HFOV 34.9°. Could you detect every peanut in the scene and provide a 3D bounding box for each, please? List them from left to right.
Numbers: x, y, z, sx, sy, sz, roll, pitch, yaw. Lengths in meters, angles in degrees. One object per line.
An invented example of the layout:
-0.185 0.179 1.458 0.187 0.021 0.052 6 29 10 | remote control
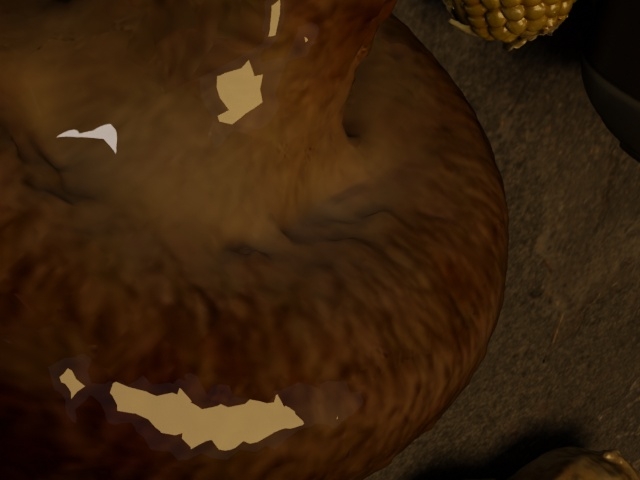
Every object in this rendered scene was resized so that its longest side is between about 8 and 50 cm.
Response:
0.217 0.288 1.028 0.325 0.140 0.153 2 123 -38 | peanut

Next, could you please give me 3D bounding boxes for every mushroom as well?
-0.037 -0.058 0.406 0.331 0.356 0.334 58 42 -18 | mushroom

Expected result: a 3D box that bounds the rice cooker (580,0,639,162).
0.353 -0.197 0.667 0.335 0.335 0.325 -9 124 -35 | rice cooker

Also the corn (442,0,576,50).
0.103 -0.235 0.606 0.260 0.091 0.091 69 34 -43 | corn
